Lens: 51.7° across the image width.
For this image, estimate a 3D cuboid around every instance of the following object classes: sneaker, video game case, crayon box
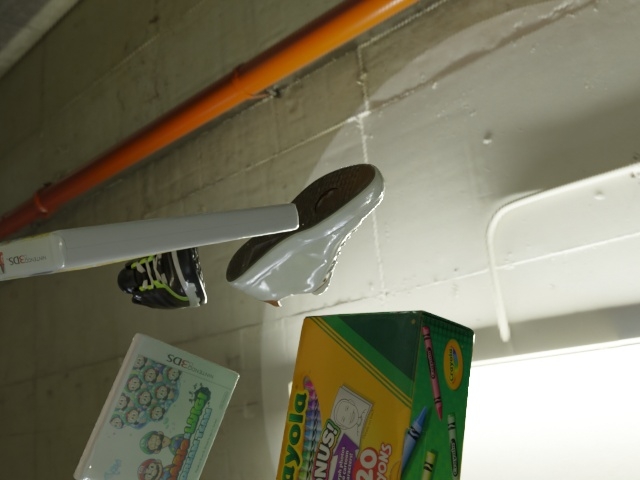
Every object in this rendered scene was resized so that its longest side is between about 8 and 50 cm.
[{"bbox_3d":[-0.198,0.052,0.811,0.234,0.097,0.084,134,-53,-68],"label":"sneaker"},{"bbox_3d":[-0.172,0.198,0.723,0.019,0.143,0.157,4,-112,47],"label":"video game case"},{"bbox_3d":[0.041,0.210,0.609,0.165,0.081,0.278,-11,-115,50],"label":"crayon box"},{"bbox_3d":[-0.164,0.004,0.516,0.206,0.227,0.026,-8,-88,35],"label":"video game case"},{"bbox_3d":[0.000,0.000,0.954,0.290,0.123,0.106,-35,-147,31],"label":"sneaker"}]
